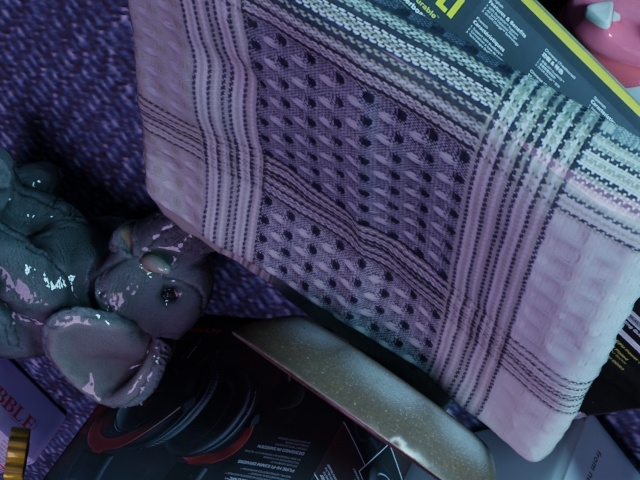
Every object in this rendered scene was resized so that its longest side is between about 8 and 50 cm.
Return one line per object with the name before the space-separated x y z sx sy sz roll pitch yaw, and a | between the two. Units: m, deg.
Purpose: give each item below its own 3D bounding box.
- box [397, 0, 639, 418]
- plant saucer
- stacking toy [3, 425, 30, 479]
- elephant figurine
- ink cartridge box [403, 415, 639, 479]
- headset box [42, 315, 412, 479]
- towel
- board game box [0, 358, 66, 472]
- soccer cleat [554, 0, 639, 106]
box | 0.080 -0.029 0.755 0.322 0.079 0.257 42 154 -10
plant saucer | 0.036 0.100 0.816 0.199 0.036 0.198 36 174 4
stacking toy | -0.210 0.243 1.234 0.167 0.052 0.221 8 145 -9
elephant figurine | -0.154 0.036 0.968 0.239 0.169 0.186 16 173 2
ink cartridge box | 0.179 0.342 1.031 0.285 0.166 0.395 -20 117 44
headset box | -0.081 0.194 0.958 0.218 0.293 0.110 3 131 32
towel | 0.016 -0.018 0.702 0.312 0.056 0.324 32 156 13
board game box | -0.452 0.116 1.293 0.318 0.066 0.318 -22 116 43
soccer cleat | 0.234 -0.065 0.680 0.248 0.083 0.095 25 154 11
